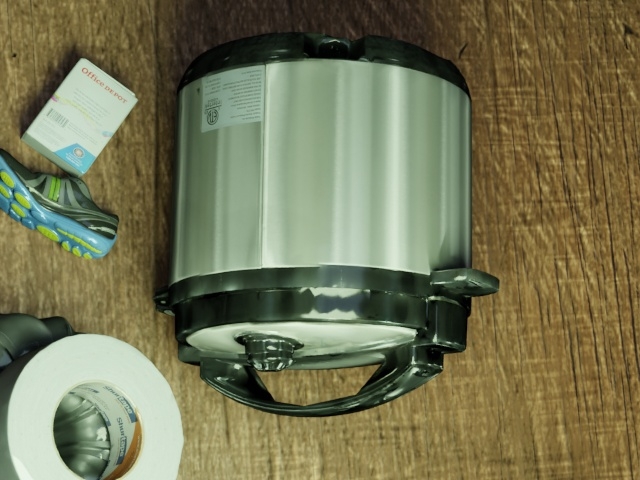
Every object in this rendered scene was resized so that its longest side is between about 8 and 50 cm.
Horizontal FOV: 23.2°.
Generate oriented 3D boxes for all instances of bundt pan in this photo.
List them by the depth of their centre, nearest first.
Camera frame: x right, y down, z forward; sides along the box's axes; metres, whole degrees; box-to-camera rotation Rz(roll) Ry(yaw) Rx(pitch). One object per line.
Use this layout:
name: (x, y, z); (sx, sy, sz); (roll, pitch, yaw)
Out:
bundt pan: (-0.330, 0.228, 1.776); (0.331, 0.124, 0.330); (14, 66, -35)

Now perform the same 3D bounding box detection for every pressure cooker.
pressure cooker: (-0.005, -0.001, 1.849); (0.376, 0.370, 0.420); (4, 77, -14)

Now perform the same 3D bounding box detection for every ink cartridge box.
ink cartridge box: (-0.299, -0.151, 1.940); (0.088, 0.052, 0.122); (37, 73, -10)

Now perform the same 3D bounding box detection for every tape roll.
tape roll: (-0.260, 0.215, 1.707); (0.219, 0.072, 0.219); (13, 67, -34)

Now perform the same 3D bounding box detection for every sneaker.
sneaker: (-0.330, -0.051, 1.915); (0.188, 0.067, 0.078); (34, 51, -9)
